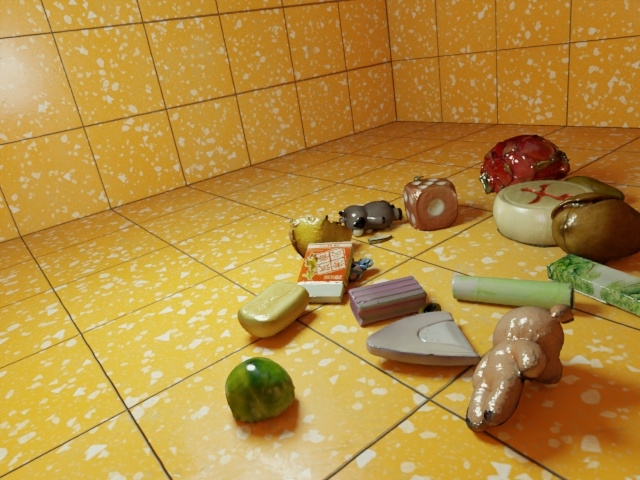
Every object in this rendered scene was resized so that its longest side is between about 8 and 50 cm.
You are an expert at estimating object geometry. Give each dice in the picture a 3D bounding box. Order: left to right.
[{"bbox_3d":[0.430,-0.145,1.906,0.174,0.174,0.179,-13,18,-6],"label":"dice"}]

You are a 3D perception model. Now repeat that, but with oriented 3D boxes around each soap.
[{"bbox_3d":[0.189,0.168,1.367,0.203,0.066,0.122,-12,22,-6],"label":"soap"}]

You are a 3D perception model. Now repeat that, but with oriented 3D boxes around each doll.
[{"bbox_3d":[0.194,-0.095,1.945,0.257,0.117,0.182,-16,21,-17],"label":"doll"},{"bbox_3d":[0.403,0.271,0.968,0.303,0.156,0.201,-51,2,-32],"label":"doll"}]

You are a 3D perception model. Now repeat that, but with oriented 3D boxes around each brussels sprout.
[{"bbox_3d":[-0.136,0.316,1.064,0.151,0.122,0.149,-16,25,-12],"label":"brussels sprout"}]

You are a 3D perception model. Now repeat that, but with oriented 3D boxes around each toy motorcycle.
[{"bbox_3d":[0.072,0.094,1.601,0.204,0.076,0.114,-3,30,17],"label":"toy motorcycle"}]

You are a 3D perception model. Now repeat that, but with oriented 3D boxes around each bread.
[{"bbox_3d":[-0.129,0.201,1.374,0.147,0.098,0.217,10,31,38],"label":"bread"},{"bbox_3d":[0.000,0.001,1.732,0.160,0.147,0.260,0,-11,28],"label":"bread"}]

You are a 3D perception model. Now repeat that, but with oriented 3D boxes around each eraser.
[{"bbox_3d":[0.014,0.098,1.538,0.157,0.038,0.230,-3,45,20],"label":"eraser"},{"bbox_3d":[0.230,0.248,1.161,0.243,0.059,0.204,-7,22,-2],"label":"eraser"}]

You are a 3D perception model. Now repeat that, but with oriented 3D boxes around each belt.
[{"bbox_3d":[0.293,0.196,1.295,0.059,0.036,0.083,3,23,32],"label":"belt"}]

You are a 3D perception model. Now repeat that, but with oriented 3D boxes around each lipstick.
[{"bbox_3d":[0.513,0.139,1.297,0.304,0.076,0.076,2,25,29],"label":"lipstick"}]

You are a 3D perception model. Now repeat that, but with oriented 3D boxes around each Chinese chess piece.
[{"bbox_3d":[0.782,-0.101,1.686,0.337,0.141,0.338,-9,22,4],"label":"Chinese chess piece"}]

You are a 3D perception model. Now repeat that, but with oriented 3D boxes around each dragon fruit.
[{"bbox_3d":[0.823,-0.298,1.978,0.342,0.278,0.277,-21,18,19],"label":"dragon fruit"}]

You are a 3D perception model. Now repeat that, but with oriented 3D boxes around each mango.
[{"bbox_3d":[1.042,-0.188,1.860,0.136,0.099,0.227,-19,31,-39],"label":"mango"}]

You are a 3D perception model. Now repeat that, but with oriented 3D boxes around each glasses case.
[{"bbox_3d":[0.743,0.116,1.274,0.095,0.062,0.272,-23,24,-17],"label":"glasses case"}]

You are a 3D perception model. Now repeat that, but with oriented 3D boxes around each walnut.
[{"bbox_3d":[0.838,-0.032,1.427,0.336,0.209,0.209,7,18,-16],"label":"walnut"}]

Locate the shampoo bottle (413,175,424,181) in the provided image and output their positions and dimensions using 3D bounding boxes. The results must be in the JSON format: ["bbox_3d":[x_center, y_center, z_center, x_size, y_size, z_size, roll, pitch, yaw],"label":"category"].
[{"bbox_3d":[0.411,-0.189,2.024,0.079,0.162,0.079,-9,22,4],"label":"shampoo bottle"}]

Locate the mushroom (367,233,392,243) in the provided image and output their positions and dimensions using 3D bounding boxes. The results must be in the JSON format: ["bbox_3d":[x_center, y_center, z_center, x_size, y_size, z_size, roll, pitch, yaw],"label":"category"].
[{"bbox_3d":[0.228,-0.007,1.845,0.101,0.019,0.049,-13,23,-14],"label":"mushroom"}]
